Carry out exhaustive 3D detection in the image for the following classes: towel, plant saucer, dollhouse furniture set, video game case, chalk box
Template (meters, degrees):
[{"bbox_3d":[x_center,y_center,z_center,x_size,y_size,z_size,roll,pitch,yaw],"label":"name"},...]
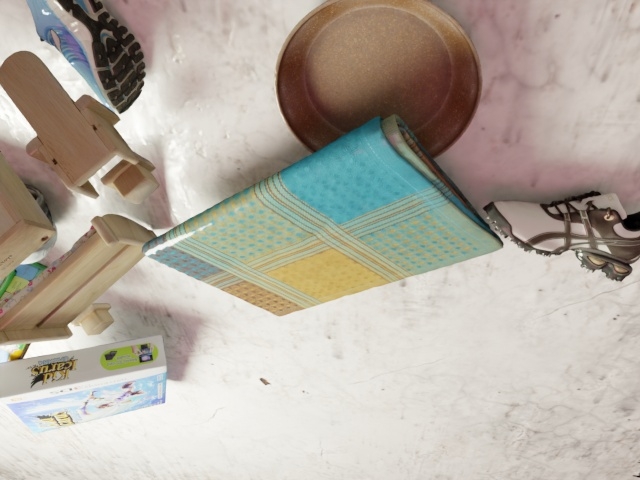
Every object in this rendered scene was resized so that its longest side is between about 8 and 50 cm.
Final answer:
[{"bbox_3d":[0.000,0.000,0.652,0.370,0.040,0.271,-21,143,31],"label":"towel"},{"bbox_3d":[0.055,-0.152,0.515,0.198,0.036,0.199,5,139,5],"label":"plant saucer"},{"bbox_3d":[-0.316,-0.032,0.660,0.303,0.174,0.355,-40,169,2],"label":"dollhouse furniture set"},{"bbox_3d":[-0.402,0.261,0.932,0.244,0.061,0.269,-7,152,-20],"label":"video game case"},{"bbox_3d":[-0.502,0.102,0.820,0.132,0.132,0.213,28,136,-20],"label":"chalk box"}]

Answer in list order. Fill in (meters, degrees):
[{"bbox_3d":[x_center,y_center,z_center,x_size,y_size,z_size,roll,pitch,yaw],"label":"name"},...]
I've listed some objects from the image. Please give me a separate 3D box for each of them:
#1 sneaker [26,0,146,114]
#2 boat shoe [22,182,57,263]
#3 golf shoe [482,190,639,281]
[{"bbox_3d":[-0.232,-0.199,0.510,0.073,0.063,0.162,9,138,29],"label":"sneaker"},{"bbox_3d":[-0.518,-0.061,0.673,0.335,0.121,0.119,8,132,-16],"label":"boat shoe"},{"bbox_3d":[0.285,-0.026,0.599,0.198,0.077,0.094,15,124,-13],"label":"golf shoe"}]
